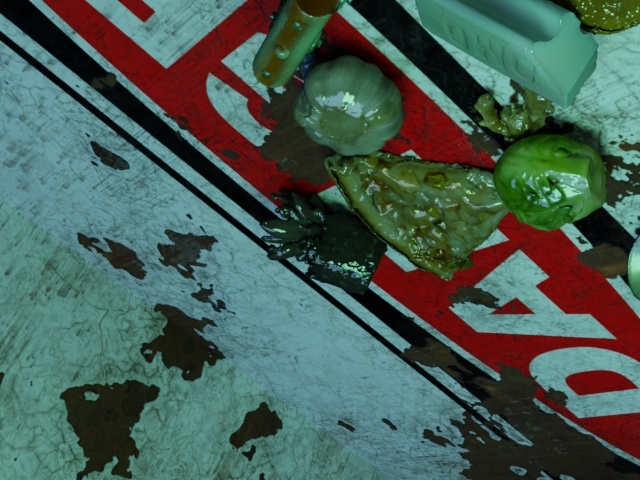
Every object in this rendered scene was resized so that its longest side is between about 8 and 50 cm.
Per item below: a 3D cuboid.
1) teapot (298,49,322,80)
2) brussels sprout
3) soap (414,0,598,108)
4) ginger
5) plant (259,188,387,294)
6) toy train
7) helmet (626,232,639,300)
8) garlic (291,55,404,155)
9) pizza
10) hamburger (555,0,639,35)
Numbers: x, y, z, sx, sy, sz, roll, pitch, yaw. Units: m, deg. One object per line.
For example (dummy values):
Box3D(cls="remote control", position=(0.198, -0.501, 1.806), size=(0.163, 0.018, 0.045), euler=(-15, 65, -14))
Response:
Box3D(cls="teapot", position=(-0.022, -0.363, 1.846), size=(0.049, 0.063, 0.083), euler=(-16, 135, 7))
Box3D(cls="brussels sprout", position=(0.440, -0.120, 1.746), size=(0.223, 0.161, 0.223), euler=(14, 141, 11))
Box3D(cls="soap", position=(0.299, -0.342, 1.464), size=(0.290, 0.095, 0.173), euler=(35, 178, 18))
Box3D(cls="ginger", position=(0.388, -0.250, 1.701), size=(0.193, 0.052, 0.176), euler=(12, 148, 28))
Box3D(cls="plant", position=(0.000, 0.000, 2.234), size=(0.321, 0.181, 0.194), euler=(24, 156, 3))
Box3D(cls="toy train", position=(-0.040, -0.399, 1.668), size=(0.116, 0.177, 0.285), euler=(32, 149, -9))
Box3D(cls="helmet", position=(0.764, 0.058, 1.803), size=(0.258, 0.137, 0.204), euler=(21, 116, 40))
Box3D(cls="garlic", position=(0.059, -0.271, 1.809), size=(0.228, 0.152, 0.227), euler=(12, 147, 8))
Box3D(cls="pizza", position=(0.240, -0.043, 2.093), size=(0.435, 0.080, 0.392), euler=(14, 147, 24))
Box3D(cls="hamburger", position=(0.447, -0.402, 1.364), size=(0.191, 0.118, 0.182), euler=(-12, 136, 40))
